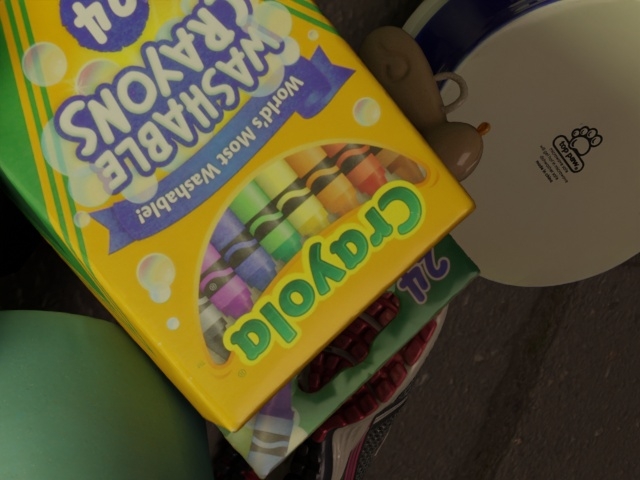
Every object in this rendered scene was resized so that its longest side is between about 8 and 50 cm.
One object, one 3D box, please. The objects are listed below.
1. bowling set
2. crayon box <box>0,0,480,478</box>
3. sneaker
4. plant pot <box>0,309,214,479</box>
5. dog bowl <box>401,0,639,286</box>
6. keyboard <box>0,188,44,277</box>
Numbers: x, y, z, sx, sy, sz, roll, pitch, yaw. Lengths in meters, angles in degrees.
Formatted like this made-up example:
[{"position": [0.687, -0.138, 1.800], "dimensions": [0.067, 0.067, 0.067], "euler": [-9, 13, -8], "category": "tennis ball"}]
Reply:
[{"position": [0.000, 0.000, 1.009], "dimensions": [0.287, 0.154, 0.200], "euler": [-31, 152, 4], "category": "bowling set"}, {"position": [-0.056, -0.037, 0.832], "dimensions": [0.203, 0.083, 0.323], "euler": [-43, 101, -13], "category": "crayon box"}, {"position": [0.015, 0.120, 1.160], "dimensions": [0.112, 0.121, 0.299], "euler": [-9, 136, -57], "category": "sneaker"}, {"position": [-0.186, 0.225, 0.836], "dimensions": [0.293, 0.235, 0.293], "euler": [-12, 138, -11], "category": "plant pot"}, {"position": [0.184, -0.097, 1.130], "dimensions": [0.264, 0.104, 0.265], "euler": [-8, 124, -12], "category": "dog bowl"}, {"position": [-0.237, -0.114, 0.832], "dimensions": [0.201, 0.033, 0.317], "euler": [-52, 140, -1], "category": "keyboard"}]
